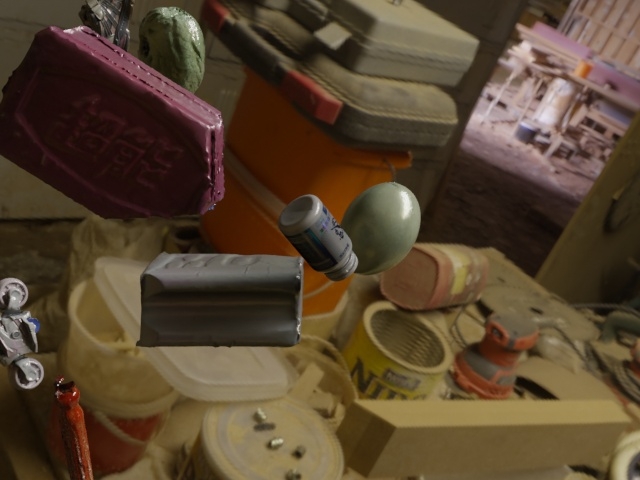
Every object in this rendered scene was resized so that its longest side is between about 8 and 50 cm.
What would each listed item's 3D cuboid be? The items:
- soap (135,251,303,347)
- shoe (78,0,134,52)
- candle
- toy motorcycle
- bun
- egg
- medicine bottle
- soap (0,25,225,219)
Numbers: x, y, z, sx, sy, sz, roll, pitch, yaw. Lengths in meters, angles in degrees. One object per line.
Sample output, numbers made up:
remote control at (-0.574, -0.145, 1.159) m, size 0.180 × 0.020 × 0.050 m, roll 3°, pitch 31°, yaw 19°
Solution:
soap at (-0.260, 0.157, 1.953) m, size 0.436 × 0.212 × 0.350 m, roll 1°, pitch 8°, yaw 3°
shoe at (-0.418, -0.432, 1.351) m, size 0.092 × 0.180 × 0.089 m, roll 2°, pitch 12°, yaw -37°
candle at (-0.466, 0.391, 1.343) m, size 0.048 × 0.329 × 0.051 m, roll 6°, pitch 30°, yaw 5°
toy motorcycle at (-0.680, 0.210, 1.549) m, size 0.113 × 0.254 × 0.112 m, roll -9°, pitch 4°, yaw 1°
bun at (-0.362, -0.434, 1.656) m, size 0.221 × 0.221 × 0.108 m, roll 38°, pitch 41°, yaw 26°
egg at (0.144, -0.028, 1.736) m, size 0.187 × 0.253 × 0.186 m, roll 28°, pitch -12°, yaw 6°
medicine bottle at (0.000, 0.000, 1.524) m, size 0.191 × 0.107 × 0.107 m, roll 51°, pitch 10°, yaw -33°
soap at (-0.218, -0.115, 0.787) m, size 0.250 × 0.162 × 0.099 m, roll 31°, pitch 12°, yaw -4°
